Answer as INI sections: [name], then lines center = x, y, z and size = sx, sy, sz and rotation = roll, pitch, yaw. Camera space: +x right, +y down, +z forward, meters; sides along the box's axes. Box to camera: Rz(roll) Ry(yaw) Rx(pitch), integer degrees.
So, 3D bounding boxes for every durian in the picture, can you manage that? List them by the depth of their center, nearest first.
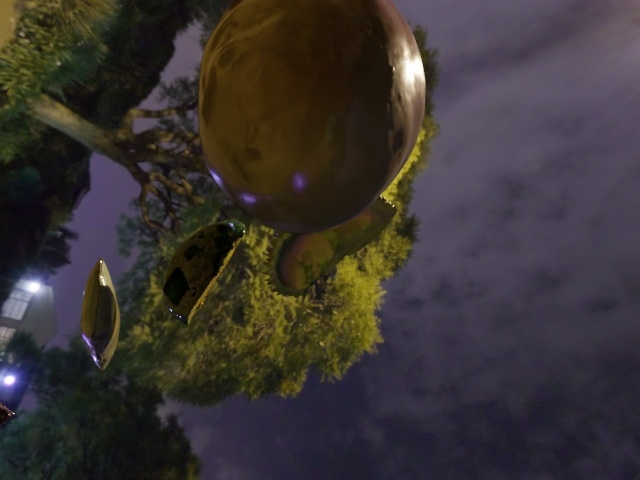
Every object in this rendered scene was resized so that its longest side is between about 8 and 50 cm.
[durian]
center = 0.000, 0.000, 0.975
size = 0.352, 0.158, 0.169
rotation = -43, -98, 17

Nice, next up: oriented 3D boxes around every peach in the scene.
[peach]
center = -0.002, -0.156, 0.499
size = 0.247, 0.292, 0.292
rotation = 35, -81, 30

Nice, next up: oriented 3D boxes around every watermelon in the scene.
[watermelon]
center = -0.287, 0.073, 1.037
size = 0.123, 0.129, 0.301
rotation = 34, -89, 15

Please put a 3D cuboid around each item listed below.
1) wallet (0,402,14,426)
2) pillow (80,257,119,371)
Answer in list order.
[wallet]
center = -0.420, 0.169, 0.424
size = 0.111, 0.166, 0.030
rotation = -51, -171, -33
[pillow]
center = -0.509, 0.184, 0.988
size = 0.302, 0.074, 0.185
rotation = 128, -43, -54
